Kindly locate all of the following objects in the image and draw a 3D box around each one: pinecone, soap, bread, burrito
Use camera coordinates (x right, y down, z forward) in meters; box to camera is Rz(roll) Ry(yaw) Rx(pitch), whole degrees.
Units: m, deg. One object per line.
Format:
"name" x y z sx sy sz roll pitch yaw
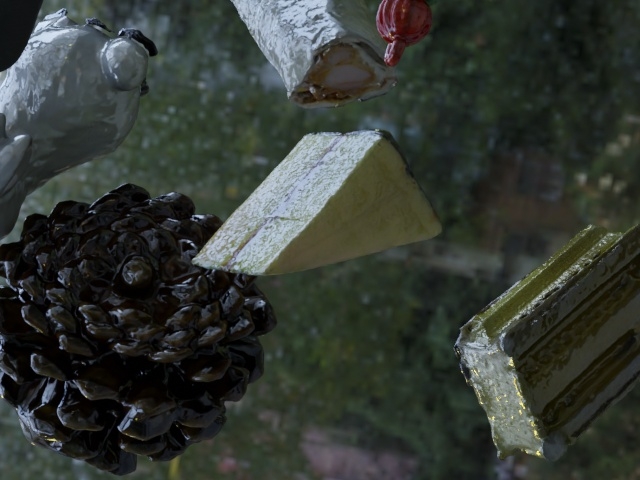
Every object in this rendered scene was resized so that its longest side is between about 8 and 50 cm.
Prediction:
"pinecone" -0.258 0.124 2.192 0.398 0.398 0.397 11 -90 -83
"soap" 0.230 0.089 1.486 0.233 0.076 0.135 -36 -68 -37
"bread" -0.003 0.002 2.007 0.264 0.168 0.163 -48 -57 -26
"burrito" -0.017 -0.272 1.939 0.299 0.143 0.105 62 178 47

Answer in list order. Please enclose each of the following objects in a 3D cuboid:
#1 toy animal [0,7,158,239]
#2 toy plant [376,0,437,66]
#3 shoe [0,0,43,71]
"toy animal" -0.389 -0.136 2.171 0.357 0.194 0.258 -53 10 -24
"toy plant" 0.103 -0.291 1.601 0.154 0.088 0.240 -119 49 -76
"shoe" -0.327 -0.314 1.707 0.275 0.103 0.098 -63 26 21
